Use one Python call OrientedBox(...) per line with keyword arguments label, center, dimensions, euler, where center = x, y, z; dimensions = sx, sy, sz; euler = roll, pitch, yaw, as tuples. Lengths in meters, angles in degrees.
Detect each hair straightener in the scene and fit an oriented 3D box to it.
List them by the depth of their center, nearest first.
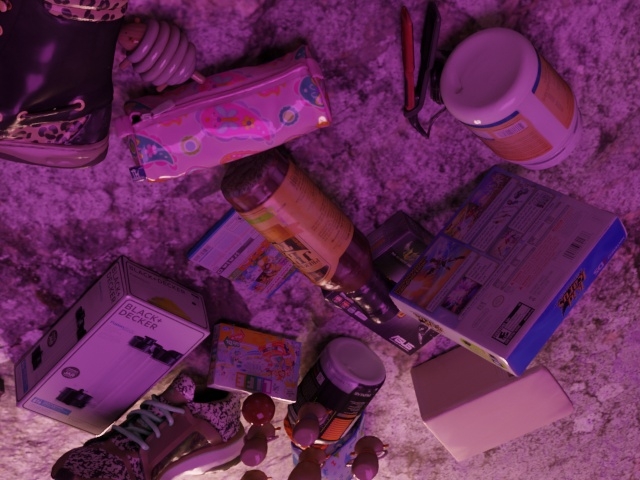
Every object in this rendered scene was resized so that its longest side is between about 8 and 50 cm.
OrientedBox(label="hair straightener", center=(0.160, -0.236, 1.794), dimensions=(0.089, 0.047, 0.230), euler=(-11, 134, -6))

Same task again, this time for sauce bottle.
OrientedBox(label="sauce bottle", center=(0.000, 0.000, 1.888), dimensions=(0.111, 0.111, 0.344), euler=(-37, 120, 18))

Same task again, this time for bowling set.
OrientedBox(label="bowling set", center=(-0.046, 0.318, 2.076), dimensions=(0.287, 0.154, 0.199), euler=(-17, 100, 10))

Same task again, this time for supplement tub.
OrientedBox(label="supplement tub", center=(0.272, -0.194, 1.787), dimensions=(0.144, 0.144, 0.200), euler=(-36, 142, 17))
OrientedBox(label="supplement tub", center=(0.019, 0.266, 2.168), dimensions=(0.117, 0.117, 0.190), euler=(16, 126, -28))

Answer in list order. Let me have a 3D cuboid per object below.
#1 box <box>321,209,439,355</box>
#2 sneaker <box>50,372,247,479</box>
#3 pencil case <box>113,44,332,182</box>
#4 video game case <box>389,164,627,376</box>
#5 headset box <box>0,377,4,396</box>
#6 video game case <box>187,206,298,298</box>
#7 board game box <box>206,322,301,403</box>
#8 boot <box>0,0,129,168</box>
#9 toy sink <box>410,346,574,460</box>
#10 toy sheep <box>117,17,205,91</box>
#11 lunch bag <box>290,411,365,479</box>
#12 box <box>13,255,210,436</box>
OrientedBox(label="box", center=(0.138, 0.074, 2.067), dimensions=(0.183, 0.056, 0.231), euler=(-38, 131, 19))
OrientedBox(label="sneaker", center=(-0.265, 0.295, 2.041), dimensions=(0.410, 0.158, 0.182), euler=(-15, 123, -54))
OrientedBox(label="pencil case", center=(-0.129, -0.170, 1.721), dimensions=(0.284, 0.124, 0.124), euler=(-16, 134, 0))
OrientedBox(label="video game case", center=(0.273, 0.038, 1.875), dimensions=(0.269, 0.244, 0.061), euler=(-50, 135, -12))
OrientedBox(label="headset box", center=(-0.551, 0.240, 2.038), dimensions=(0.083, 0.032, 0.062), euler=(-41, 130, 20))
OrientedBox(label="video game case", center=(-0.106, 0.020, 1.976), dimensions=(0.166, 0.015, 0.119), euler=(29, 118, -35))
OrientedBox(label="board game box", center=(-0.107, 0.202, 2.085), dimensions=(0.154, 0.103, 0.026), euler=(16, 159, -28))
OrientedBox(label="boot", center=(-0.418, -0.241, 1.562), dimensions=(0.377, 0.138, 0.284), euler=(9, 126, -19))
OrientedBox(label="toy sink", center=(0.300, 0.259, 2.235), dimensions=(0.234, 0.131, 0.153), euler=(-27, 134, 16))
OrientedBox(label="toy sheep", center=(-0.207, -0.241, 1.659), dimensions=(0.132, 0.091, 0.091), euler=(26, 120, -28))
OrientedBox(label="lunch bag", center=(0.024, 0.380, 2.294), dimensions=(0.151, 0.096, 0.128), euler=(-32, 141, -28))
OrientedBox(label="box", center=(-0.331, 0.172, 2.001), dimensions=(0.169, 0.087, 0.290), euler=(30, 118, -36))
